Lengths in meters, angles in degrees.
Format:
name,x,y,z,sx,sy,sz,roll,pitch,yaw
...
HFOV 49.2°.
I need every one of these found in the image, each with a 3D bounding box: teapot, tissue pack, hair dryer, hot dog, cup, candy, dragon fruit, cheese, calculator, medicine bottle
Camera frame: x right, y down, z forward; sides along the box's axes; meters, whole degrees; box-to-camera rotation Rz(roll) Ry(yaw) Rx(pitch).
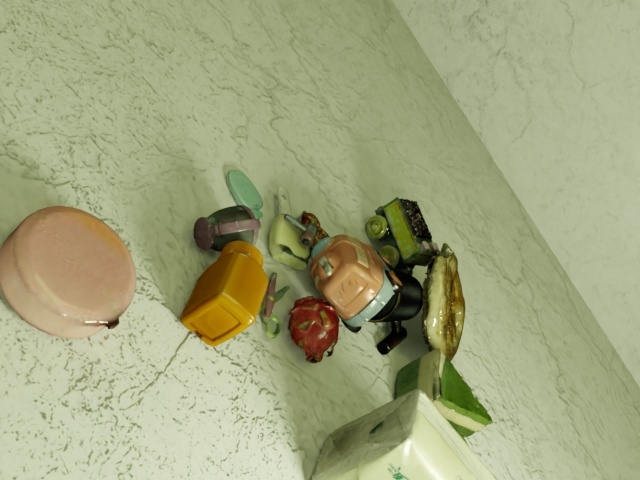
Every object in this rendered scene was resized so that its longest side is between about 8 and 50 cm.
name,x,y,z,sx,sy,sz,roll,pitch,yaw
teapot,-0.217,-0.016,1.638,0.146,0.116,0.148,-9,27,-43
tissue pack,0.208,0.559,1.541,0.380,0.297,0.207,49,30,-9
hair dryer,-0.062,-0.036,1.856,0.114,0.037,0.063,38,37,-10
hot dog,0.000,0.000,1.983,0.191,0.059,0.108,49,28,-9
cup,0.184,0.191,2.019,0.166,0.239,0.177,25,7,34
candy,-0.453,0.063,1.273,0.255,0.094,0.255,34,38,-32
dragon fruit,-0.012,0.213,1.705,0.136,0.133,0.166,15,61,-36
cheese,-0.091,-0.044,1.901,0.127,0.054,0.252,27,42,-38
calculator,-0.197,-0.122,1.855,0.153,0.021,0.095,58,32,8
medicine bottle,-0.199,0.106,1.527,0.112,0.149,0.222,44,33,-20

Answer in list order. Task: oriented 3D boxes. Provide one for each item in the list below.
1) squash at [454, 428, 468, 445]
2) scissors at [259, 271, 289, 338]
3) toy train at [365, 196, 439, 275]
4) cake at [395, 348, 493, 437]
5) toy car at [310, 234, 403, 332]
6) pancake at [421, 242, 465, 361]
name,x,y,z,sx,sy,sz,roll,pitch,yaw
squash,0.329,0.598,1.825,0.132,0.132,0.247,48,32,-13
scissors,-0.127,0.146,1.711,0.133,0.020,0.187,45,34,-10
toy train,0.258,-0.010,2.225,0.134,0.177,0.261,9,54,-49
cake,0.348,0.435,1.970,0.283,0.158,0.172,32,38,-36
toy car,0.071,0.090,1.835,0.212,0.180,0.270,41,12,-20
pancake,0.380,0.196,2.138,0.382,0.071,0.382,1,90,-68
